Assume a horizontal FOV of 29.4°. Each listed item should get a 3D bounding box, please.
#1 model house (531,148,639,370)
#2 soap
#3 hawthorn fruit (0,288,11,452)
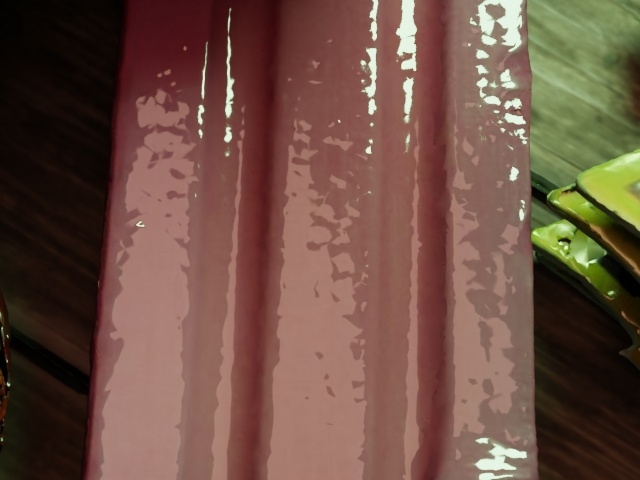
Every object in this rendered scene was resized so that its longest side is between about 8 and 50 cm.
[{"bbox_3d":[0.282,-0.059,0.660,0.313,0.242,0.357,8,76,1],"label":"model house"},{"bbox_3d":[0.000,0.000,0.677,0.233,0.128,0.359,3,74,-2],"label":"soap"},{"bbox_3d":[-0.287,0.072,0.552,0.316,0.316,0.316,1,74,-3],"label":"hawthorn fruit"}]
